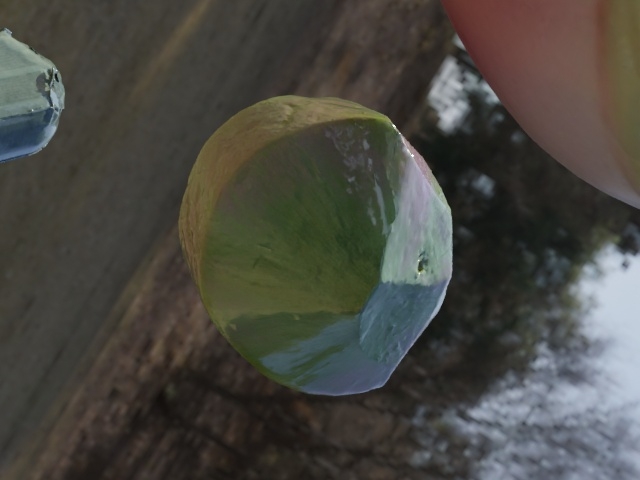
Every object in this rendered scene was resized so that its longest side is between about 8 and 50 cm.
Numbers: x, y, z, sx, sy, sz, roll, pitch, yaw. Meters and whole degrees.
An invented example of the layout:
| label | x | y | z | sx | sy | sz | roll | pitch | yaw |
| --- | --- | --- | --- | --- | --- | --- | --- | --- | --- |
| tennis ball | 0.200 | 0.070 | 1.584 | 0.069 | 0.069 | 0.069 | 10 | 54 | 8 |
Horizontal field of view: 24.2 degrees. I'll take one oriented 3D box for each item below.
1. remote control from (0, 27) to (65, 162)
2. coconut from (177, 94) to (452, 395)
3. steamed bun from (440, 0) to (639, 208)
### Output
| label | x | y | z | sx | sy | sz | roll | pitch | yaw |
| --- | --- | --- | --- | --- | --- | --- | --- | --- | --- |
| remote control | -0.270 | -0.087 | 0.975 | 0.247 | 0.104 | 0.052 | -22 | 153 | -49 |
| coconut | 0.000 | 0.000 | 1.112 | 0.236 | 0.205 | 0.235 | -168 | -90 | -68 |
| steamed bun | 0.161 | -0.154 | 0.651 | 0.309 | 0.309 | 0.309 | -58 | -178 | 3 |
